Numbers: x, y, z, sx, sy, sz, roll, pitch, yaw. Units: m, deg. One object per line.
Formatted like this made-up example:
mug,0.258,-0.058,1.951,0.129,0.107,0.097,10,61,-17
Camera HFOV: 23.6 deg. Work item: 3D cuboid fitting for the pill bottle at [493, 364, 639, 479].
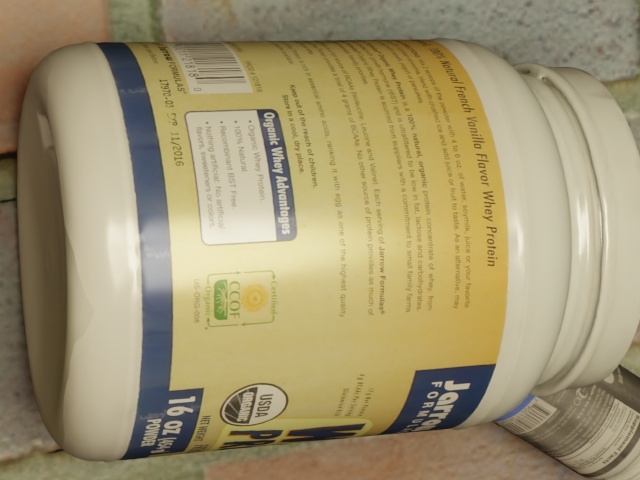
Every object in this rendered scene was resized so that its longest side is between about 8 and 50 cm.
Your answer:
pill bottle,0.172,0.111,1.020,0.137,0.078,0.078,32,88,-21

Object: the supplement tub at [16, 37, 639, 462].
supplement tub,0.000,0.000,0.865,0.316,0.228,0.228,-3,100,-18
